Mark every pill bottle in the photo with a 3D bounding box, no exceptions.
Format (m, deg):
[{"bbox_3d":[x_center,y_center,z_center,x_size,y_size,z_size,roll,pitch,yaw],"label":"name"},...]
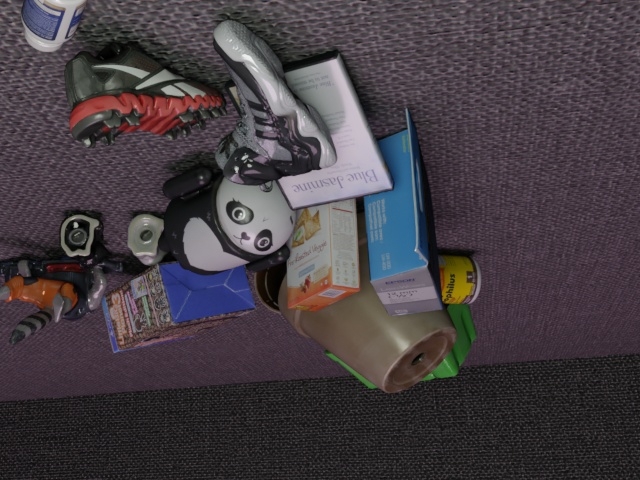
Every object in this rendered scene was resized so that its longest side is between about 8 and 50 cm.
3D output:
[{"bbox_3d":[-0.319,-0.277,0.983,0.067,0.067,0.120,8,157,-26],"label":"pill bottle"},{"bbox_3d":[0.265,0.090,1.968,0.215,0.117,0.117,4,159,-17],"label":"pill bottle"}]

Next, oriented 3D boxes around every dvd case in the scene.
[{"bbox_3d":[-0.012,-0.157,1.250,0.180,0.022,0.253,-11,130,21],"label":"dvd case"}]

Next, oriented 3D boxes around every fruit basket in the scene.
[{"bbox_3d":[0.168,0.189,2.114,0.392,0.283,0.392,18,131,21],"label":"fruit basket"}]

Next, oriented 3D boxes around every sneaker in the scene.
[{"bbox_3d":[-0.098,-0.167,1.140,0.153,0.101,0.268,-30,131,14],"label":"sneaker"},{"bbox_3d":[-0.239,-0.209,1.139,0.098,0.135,0.276,-27,173,36],"label":"sneaker"}]

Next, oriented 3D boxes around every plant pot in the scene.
[{"bbox_3d":[-0.043,0.093,1.902,0.167,0.167,0.165,-10,167,19],"label":"plant pot"},{"bbox_3d":[0.120,0.144,1.687,0.323,0.280,0.323,-28,147,-21],"label":"plant pot"}]

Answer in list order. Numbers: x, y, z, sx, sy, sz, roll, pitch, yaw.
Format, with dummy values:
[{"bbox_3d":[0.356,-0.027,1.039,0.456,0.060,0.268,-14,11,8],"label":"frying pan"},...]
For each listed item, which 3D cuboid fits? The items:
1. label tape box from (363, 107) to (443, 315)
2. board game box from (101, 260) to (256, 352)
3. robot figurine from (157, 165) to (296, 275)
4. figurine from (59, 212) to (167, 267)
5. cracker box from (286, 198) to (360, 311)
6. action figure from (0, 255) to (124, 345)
[{"bbox_3d":[0.135,-0.035,1.429,0.115,0.249,0.347,-8,159,12],"label":"label tape box"},{"bbox_3d":[-0.335,0.146,1.927,0.232,0.141,0.291,-7,167,-41],"label":"board game box"},{"bbox_3d":[-0.173,-0.032,1.503,0.278,0.173,0.209,-19,166,38],"label":"robot figurine"},{"bbox_3d":[-0.423,0.010,1.735,0.215,0.092,0.209,0,167,-9],"label":"figurine"},{"bbox_3d":[0.000,0.000,1.529,0.067,0.232,0.156,11,155,-30],"label":"cracker box"},{"bbox_3d":[-0.627,0.126,1.835,0.341,0.178,0.330,-2,179,11],"label":"action figure"}]
